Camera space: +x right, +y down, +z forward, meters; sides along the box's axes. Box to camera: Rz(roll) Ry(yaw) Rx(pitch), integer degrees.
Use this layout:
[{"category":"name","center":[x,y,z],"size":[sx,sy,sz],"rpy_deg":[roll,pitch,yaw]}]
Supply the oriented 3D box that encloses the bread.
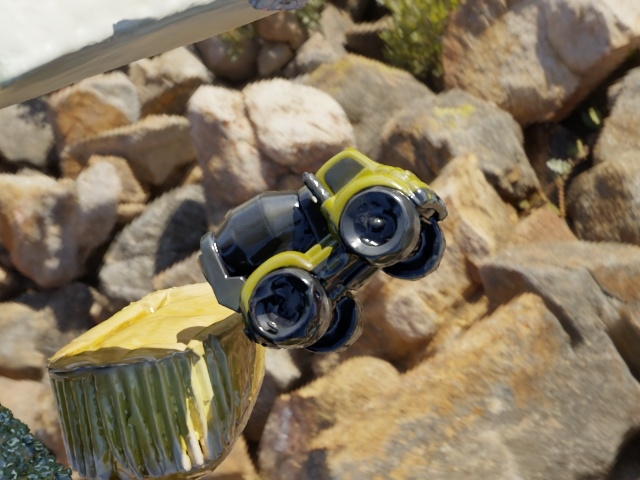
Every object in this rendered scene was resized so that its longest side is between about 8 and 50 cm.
[{"category":"bread","center":[-0.155,0.153,1.290],"size":[0.204,0.288,0.156],"rpy_deg":[-6,105,13]}]

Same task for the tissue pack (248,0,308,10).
[{"category":"tissue pack","center":[-0.030,-0.225,0.696],"size":[0.112,0.051,0.156],"rpy_deg":[-47,61,43]}]

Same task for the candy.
[{"category":"candy","center":[-0.155,-0.234,0.887],"size":[0.145,0.359,0.208],"rpy_deg":[-18,98,54]}]

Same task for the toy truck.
[{"category":"toy truck","center":[0.000,0.000,1.157],"size":[0.224,0.147,0.165],"rpy_deg":[-42,70,10]}]

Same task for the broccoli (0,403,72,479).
[{"category":"broccoli","center":[-0.342,0.269,1.050],"size":[0.375,0.249,0.302],"rpy_deg":[38,92,-7]}]
